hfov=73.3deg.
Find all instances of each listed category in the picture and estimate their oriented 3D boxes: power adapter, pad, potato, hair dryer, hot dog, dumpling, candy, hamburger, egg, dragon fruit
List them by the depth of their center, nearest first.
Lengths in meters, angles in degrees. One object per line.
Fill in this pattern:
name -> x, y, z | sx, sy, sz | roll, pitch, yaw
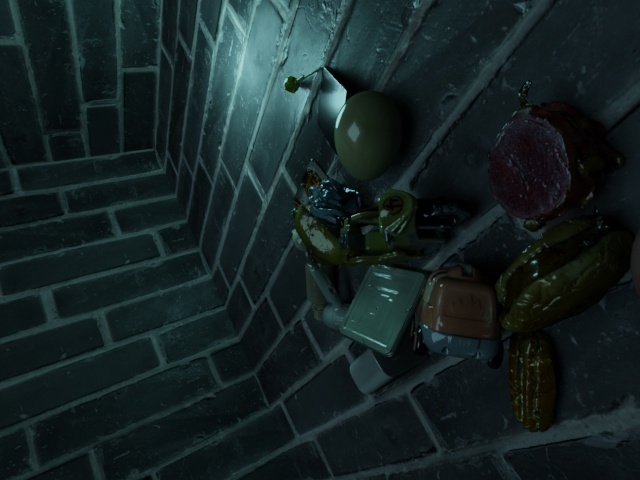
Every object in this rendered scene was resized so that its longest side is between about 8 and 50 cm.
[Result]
dragon fruit -> 0.444, -0.161, 0.825 | 0.211, 0.147, 0.282 | -164, 65, -65
hamburger -> 0.454, 0.083, 0.845 | 0.132, 0.211, 0.309 | 58, 148, 31
hot dog -> 0.503, 0.336, 1.021 | 0.115, 0.072, 0.269 | 3, 107, 49
egg -> 0.131, -0.285, 1.198 | 0.188, 0.188, 0.254 | 43, 141, 40
pad -> 0.032, -0.417, 1.367 | 0.300, 0.005, 0.202 | -112, 23, -53
power adapter -> 0.206, 0.408, 1.411 | 0.124, 0.187, 0.255 | 59, 146, 24
candy -> -0.060, -0.570, 1.513 | 0.193, 0.062, 0.058 | -5, 102, 48
potato -> 0.000, 0.000, 1.530 | 0.271, 0.111, 0.160 | 42, -178, 16
hair dryer -> 0.034, 0.183, 1.573 | 0.173, 0.107, 0.357 | -5, 119, 57
dumpling -> -0.046, 0.002, 1.693 | 0.127, 0.108, 0.188 | 47, 164, -21

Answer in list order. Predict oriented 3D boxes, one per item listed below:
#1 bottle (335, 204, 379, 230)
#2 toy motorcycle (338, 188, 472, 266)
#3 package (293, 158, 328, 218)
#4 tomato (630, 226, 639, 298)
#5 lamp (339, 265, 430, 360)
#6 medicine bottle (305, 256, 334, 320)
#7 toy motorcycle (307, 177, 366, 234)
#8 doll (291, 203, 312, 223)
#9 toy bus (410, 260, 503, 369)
bottle -> 0.122, -0.068, 1.339 | 0.060, 0.164, 0.060 | 31, 129, 48
toy motorcycle -> 0.204, -0.022, 1.174 | 0.410, 0.236, 0.169 | 138, 139, -57
package -> -0.030, -0.179, 1.659 | 0.154, 0.030, 0.239 | 55, 144, 24
tomato -> 0.573, 0.041, 0.543 | 0.321, 0.321, 0.322 | 32, 130, 48
lamp -> 0.193, 0.204, 1.314 | 0.266, 0.047, 0.269 | 8, 67, 58
medicine bottle -> 0.000, 0.196, 1.708 | 0.114, 0.114, 0.252 | 27, 126, 50
toy motorcycle -> 0.049, -0.113, 1.470 | 0.206, 0.154, 0.260 | 54, 163, -9
doll -> -0.046, -0.101, 1.663 | 0.113, 0.076, 0.078 | -10, 96, 20
toy bus -> 0.327, 0.166, 1.041 | 0.287, 0.194, 0.232 | -11, -74, -80
